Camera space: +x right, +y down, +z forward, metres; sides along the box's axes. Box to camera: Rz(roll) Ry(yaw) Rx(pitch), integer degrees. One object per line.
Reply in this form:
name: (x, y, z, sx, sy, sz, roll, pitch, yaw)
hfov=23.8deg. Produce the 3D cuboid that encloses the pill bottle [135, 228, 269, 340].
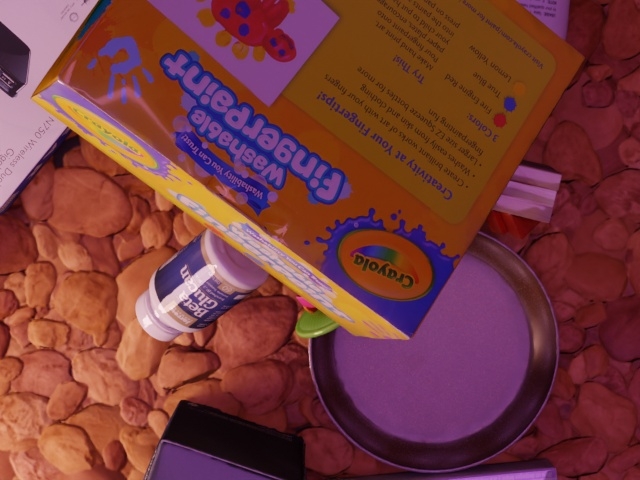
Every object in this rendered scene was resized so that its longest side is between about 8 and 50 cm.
pill bottle: (-0.146, 0.053, 1.830, 0.169, 0.094, 0.094, -38, 94, 35)

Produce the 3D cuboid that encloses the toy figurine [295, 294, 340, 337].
toy figurine: (0.000, 0.000, 1.790, 0.173, 0.130, 0.159, -40, 106, -21)

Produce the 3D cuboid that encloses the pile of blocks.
pile of blocks: (0.120, -0.062, 1.820, 0.362, 0.149, 0.113, 10, 99, -24)

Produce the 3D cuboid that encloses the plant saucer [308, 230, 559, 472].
plant saucer: (0.139, 0.132, 1.895, 0.310, 0.050, 0.311, 0, 93, -3)

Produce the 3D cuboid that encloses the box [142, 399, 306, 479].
box: (-0.142, 0.366, 1.776, 0.182, 0.294, 0.296, 19, 92, -3)

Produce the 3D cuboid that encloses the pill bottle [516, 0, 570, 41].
pill bottle: (0.219, -0.307, 1.819, 0.160, 0.160, 0.283, 5, 93, -2)

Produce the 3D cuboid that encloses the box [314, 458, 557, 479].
box: (0.132, 0.322, 1.897, 0.324, 0.067, 0.063, -5, 94, -3)

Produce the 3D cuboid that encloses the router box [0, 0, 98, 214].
router box: (-0.400, -0.245, 1.816, 0.301, 0.082, 0.335, 40, 100, -4)

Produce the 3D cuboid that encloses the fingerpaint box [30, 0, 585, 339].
fingerpaint box: (-0.009, -0.170, 1.589, 0.445, 0.163, 0.371, 36, 77, -16)
